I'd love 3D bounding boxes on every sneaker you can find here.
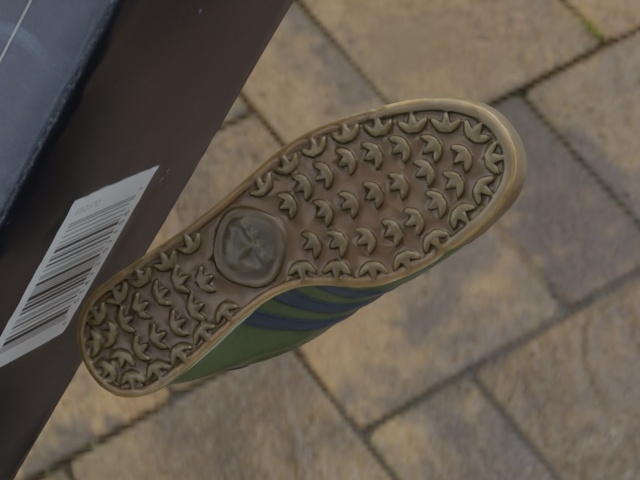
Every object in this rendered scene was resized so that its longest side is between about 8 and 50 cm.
[{"bbox_3d":[0.000,0.000,0.702,0.192,0.086,0.064,-29,83,20],"label":"sneaker"}]

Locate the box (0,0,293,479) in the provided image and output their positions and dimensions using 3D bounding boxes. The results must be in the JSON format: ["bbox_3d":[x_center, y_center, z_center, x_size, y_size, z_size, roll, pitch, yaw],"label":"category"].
[{"bbox_3d":[-0.226,-0.074,0.751,0.312,0.343,0.179,37,26,11],"label":"box"}]
